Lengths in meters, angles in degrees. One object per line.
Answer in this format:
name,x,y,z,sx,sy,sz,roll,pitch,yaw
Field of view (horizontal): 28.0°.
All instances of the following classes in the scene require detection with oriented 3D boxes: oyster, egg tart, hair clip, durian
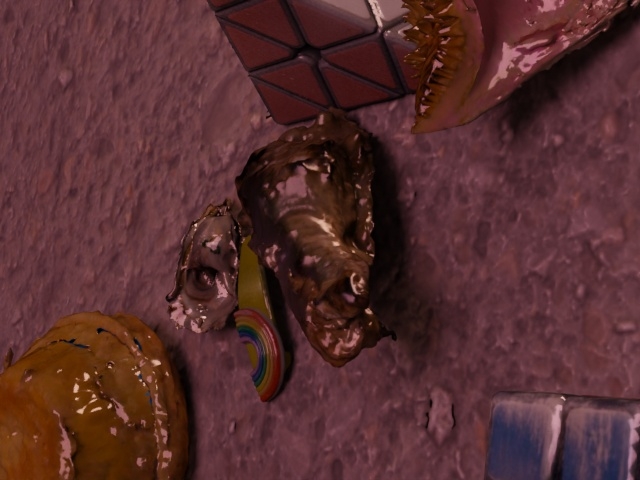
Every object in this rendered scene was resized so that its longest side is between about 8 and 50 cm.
oyster,-0.120,0.027,1.489,0.108,0.053,0.165,4,82,44
egg tart,-0.317,0.268,1.583,0.388,0.169,0.388,-10,75,45
hair clip,-0.067,0.080,1.414,0.060,0.033,0.188,-30,63,43
oyster,-0.005,0.006,1.294,0.337,0.133,0.198,-114,36,-47
durian,0.162,-0.253,1.157,0.305,0.185,0.195,-47,22,20

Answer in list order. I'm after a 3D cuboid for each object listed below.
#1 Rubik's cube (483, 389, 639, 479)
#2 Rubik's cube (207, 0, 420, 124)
Rubik's cube,0.267,0.235,0.799,0.256,0.253,0.259,-5,78,51
Rubik's cube,0.009,-0.245,1.335,0.229,0.233,0.228,-89,-23,-76
